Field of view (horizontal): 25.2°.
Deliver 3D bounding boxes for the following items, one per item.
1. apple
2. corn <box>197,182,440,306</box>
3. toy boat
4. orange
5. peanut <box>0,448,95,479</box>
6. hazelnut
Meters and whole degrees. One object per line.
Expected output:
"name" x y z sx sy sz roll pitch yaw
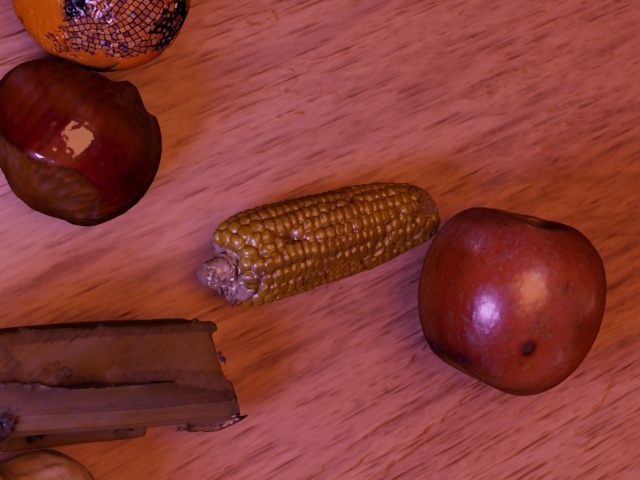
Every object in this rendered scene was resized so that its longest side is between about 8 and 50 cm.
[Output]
"apple" 0.234 0.080 1.765 0.253 0.253 0.254 2 85 -24
"corn" 0.000 0.000 1.735 0.321 0.119 0.119 -13 91 -27
"toy boat" -0.282 0.158 1.555 0.445 0.162 0.136 1 56 -42
"orange" -0.244 -0.301 1.581 0.182 0.234 0.235 -7 89 -26
"peanut" -0.319 0.282 1.497 0.319 0.147 0.148 34 69 -58
"hazelnut" -0.275 -0.104 1.603 0.201 0.170 0.161 44 32 -53
